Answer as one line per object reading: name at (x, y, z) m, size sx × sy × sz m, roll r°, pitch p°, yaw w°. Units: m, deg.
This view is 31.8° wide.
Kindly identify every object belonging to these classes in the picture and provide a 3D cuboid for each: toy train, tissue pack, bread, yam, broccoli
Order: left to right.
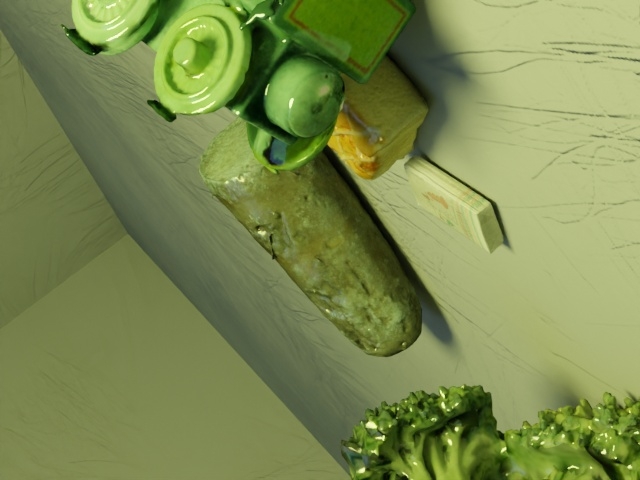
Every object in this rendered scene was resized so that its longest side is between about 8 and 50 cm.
toy train at (-0.066, -0.181, 0.860) m, size 0.271 × 0.188 × 0.159 m, roll 39°, pitch -171°, yaw 37°
yam at (0.000, 0.000, 1.293) m, size 0.330 × 0.133 × 0.133 m, roll 52°, pitch 167°, yaw -12°
bread at (0.009, -0.147, 0.999) m, size 0.188 × 0.068 × 0.125 m, roll 50°, pitch 167°, yaw 10°
tissue pack at (0.120, -0.034, 1.020) m, size 0.108 × 0.023 × 0.056 m, roll 39°, pitch 162°, yaw 43°
broccoli at (0.199, 0.242, 0.995) m, size 0.375 × 0.249 × 0.302 m, roll 36°, pitch 154°, yaw 21°
